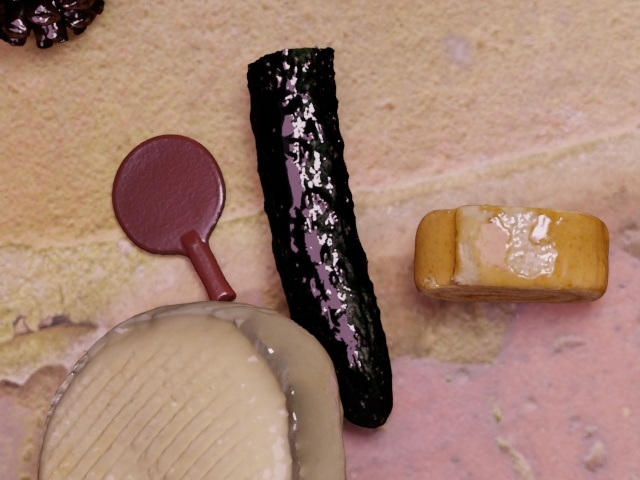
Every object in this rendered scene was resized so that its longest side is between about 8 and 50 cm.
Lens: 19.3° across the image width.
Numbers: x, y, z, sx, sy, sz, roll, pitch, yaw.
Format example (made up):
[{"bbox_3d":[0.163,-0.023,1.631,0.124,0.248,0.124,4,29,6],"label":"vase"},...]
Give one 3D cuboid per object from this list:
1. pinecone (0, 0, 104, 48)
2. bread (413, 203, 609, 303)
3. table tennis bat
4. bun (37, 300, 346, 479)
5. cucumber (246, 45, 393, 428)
[{"bbox_3d":[-0.235,-0.218,1.534,0.140,0.140,0.121,29,137,15],"label":"pinecone"},{"bbox_3d":[0.142,0.007,1.414,0.149,0.122,0.073,1,83,14],"label":"bread"},{"bbox_3d":[-0.113,-0.015,1.539,0.098,0.019,0.155,-31,76,10],"label":"table tennis bat"},{"bbox_3d":[-0.087,0.188,1.451,0.287,0.146,0.287,-7,76,32],"label":"bun"},{"bbox_3d":[0.000,0.000,1.476,0.081,0.072,0.303,-8,82,-14],"label":"cucumber"}]
